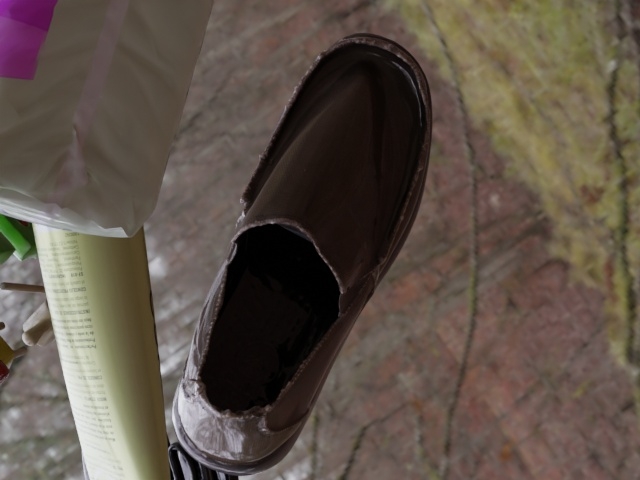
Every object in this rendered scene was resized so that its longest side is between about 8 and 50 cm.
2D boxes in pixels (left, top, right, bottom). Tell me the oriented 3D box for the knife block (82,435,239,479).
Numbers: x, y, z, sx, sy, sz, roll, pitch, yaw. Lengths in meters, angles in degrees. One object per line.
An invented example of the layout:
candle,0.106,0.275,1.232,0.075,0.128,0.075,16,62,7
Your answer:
knife block,-0.151,0.310,1.111,0.088,0.276,0.242,5,156,47

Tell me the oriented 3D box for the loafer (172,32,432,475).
loafer,0.000,0.000,0.914,0.133,0.366,0.130,19,165,0

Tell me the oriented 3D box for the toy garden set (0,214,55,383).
toy garden set,-0.280,0.025,0.940,0.204,0.049,0.244,47,-165,6

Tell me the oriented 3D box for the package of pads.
package of pads,-0.132,-0.164,0.521,0.229,0.297,0.101,13,174,45

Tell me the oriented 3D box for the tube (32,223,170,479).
tube,-0.118,0.048,0.666,0.070,0.062,0.240,-35,-62,-80
